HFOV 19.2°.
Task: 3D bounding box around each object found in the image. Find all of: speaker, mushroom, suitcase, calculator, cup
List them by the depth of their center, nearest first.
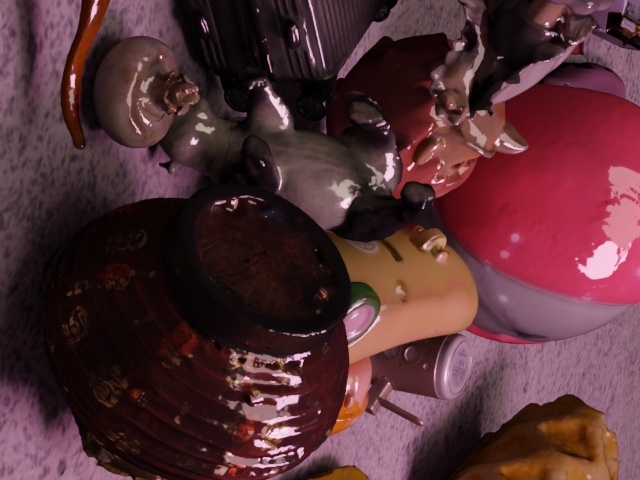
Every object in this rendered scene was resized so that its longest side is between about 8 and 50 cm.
[{"bbox_3d":[-0.126,-0.110,1.416,0.085,0.079,0.085,10,90,-66],"label":"mushroom"},{"bbox_3d":[-0.029,-0.270,1.499,0.202,0.128,0.312,-58,146,-41],"label":"suitcase"},{"bbox_3d":[0.223,-0.035,1.883,0.294,0.294,0.294,-32,126,-57],"label":"speaker"},{"bbox_3d":[0.091,0.128,1.908,0.102,0.099,0.074,-48,138,-48],"label":"cup"},{"bbox_3d":[0.334,-0.125,2.367,0.294,0.043,0.194,-6,103,-64],"label":"calculator"}]

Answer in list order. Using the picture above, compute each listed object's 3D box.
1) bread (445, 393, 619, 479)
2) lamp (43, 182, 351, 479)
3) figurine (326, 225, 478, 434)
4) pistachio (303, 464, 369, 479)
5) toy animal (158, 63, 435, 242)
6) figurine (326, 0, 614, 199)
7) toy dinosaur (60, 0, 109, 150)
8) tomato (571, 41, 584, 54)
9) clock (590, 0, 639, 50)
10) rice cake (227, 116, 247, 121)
[{"bbox_3d":[0.221,0.319,2.134,0.252,0.196,0.239,-27,119,-61],"label":"bread"},{"bbox_3d":[-0.092,0.077,1.402,0.247,0.247,0.247,-32,126,-57],"label":"lamp"},{"bbox_3d":[0.009,0.083,1.641,0.324,0.124,0.222,-8,134,-45],"label":"figurine"},{"bbox_3d":[0.003,0.272,1.838,0.173,0.049,0.090,-6,80,-61],"label":"pistachio"},{"bbox_3d":[-0.027,-0.065,1.499,0.121,0.225,0.094,136,-37,-57],"label":"toy animal"},{"bbox_3d":[0.108,-0.118,1.637,0.387,0.166,0.207,-49,-162,39],"label":"figurine"},{"bbox_3d":[-0.162,-0.296,1.273,0.208,0.097,0.432,37,69,-71],"label":"toy dinosaur"},{"bbox_3d":[0.254,-0.310,2.087,0.228,0.101,0.228,5,90,-77],"label":"tomato"},{"bbox_3d":[0.374,-0.366,2.319,0.186,0.083,0.253,8,92,-64],"label":"clock"},{"bbox_3d":[0.000,0.000,1.717,0.399,0.070,0.064,53,49,-56],"label":"rice cake"}]
